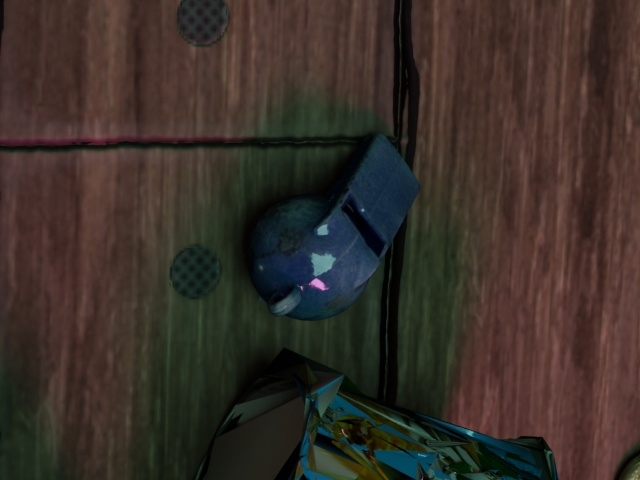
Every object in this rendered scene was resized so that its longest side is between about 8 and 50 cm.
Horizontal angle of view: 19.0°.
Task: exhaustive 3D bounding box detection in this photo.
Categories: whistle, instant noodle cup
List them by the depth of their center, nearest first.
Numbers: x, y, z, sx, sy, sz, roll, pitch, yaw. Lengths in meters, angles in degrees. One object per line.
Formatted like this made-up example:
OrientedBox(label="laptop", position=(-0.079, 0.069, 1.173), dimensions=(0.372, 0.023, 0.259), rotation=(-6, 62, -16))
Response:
OrientedBox(label="instant noodle cup", position=(0.019, 0.198, 1.217), dimensions=(0.178, 0.240, 0.240), rotation=(26, 87, -17))
OrientedBox(label="whistle", position=(0.000, 0.000, 1.254), dimensions=(0.090, 0.090, 0.158), rotation=(58, 35, -22))

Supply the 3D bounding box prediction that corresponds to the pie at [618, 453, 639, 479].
OrientedBox(label="pie", position=(0.256, 0.192, 1.431), dimensions=(0.084, 0.021, 0.084), rotation=(-2, 96, -24))
